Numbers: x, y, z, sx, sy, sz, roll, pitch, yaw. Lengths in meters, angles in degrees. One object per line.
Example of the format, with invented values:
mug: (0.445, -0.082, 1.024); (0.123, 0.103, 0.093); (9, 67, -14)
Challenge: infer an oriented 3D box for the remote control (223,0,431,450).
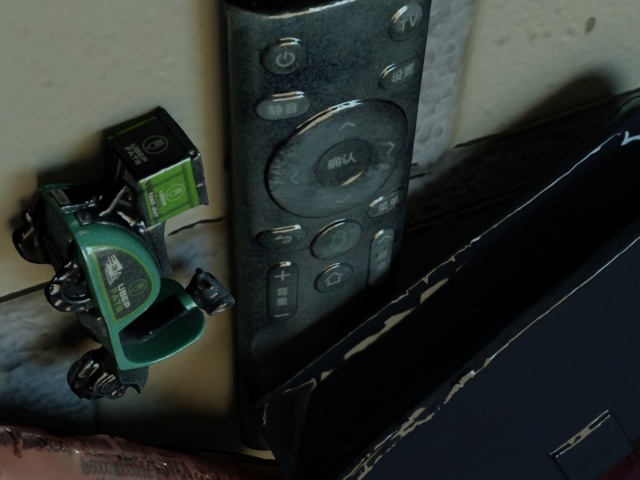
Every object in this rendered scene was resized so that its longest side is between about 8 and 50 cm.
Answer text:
remote control: (0.000, 0.000, 0.686); (0.107, 0.044, 0.377); (-22, 145, -20)

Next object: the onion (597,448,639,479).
onion: (0.284, 0.364, 1.135); (0.358, 0.345, 0.358); (-19, 179, 0)

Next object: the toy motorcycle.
toy motorcycle: (-0.097, 0.020, 0.624); (0.100, 0.058, 0.173); (-27, 143, -18)

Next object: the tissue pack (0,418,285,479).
tissue pack: (-0.167, 0.205, 0.737); (0.245, 0.123, 0.332); (-40, 148, 19)

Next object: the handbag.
handbag: (0.138, 0.083, 0.780); (0.326, 0.118, 0.269); (-37, 142, 2)
